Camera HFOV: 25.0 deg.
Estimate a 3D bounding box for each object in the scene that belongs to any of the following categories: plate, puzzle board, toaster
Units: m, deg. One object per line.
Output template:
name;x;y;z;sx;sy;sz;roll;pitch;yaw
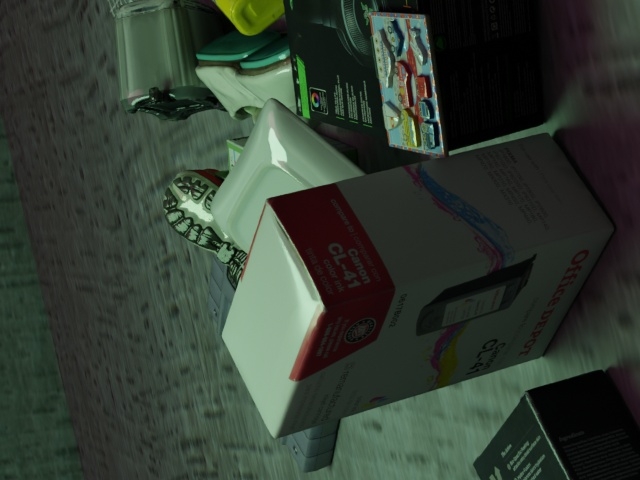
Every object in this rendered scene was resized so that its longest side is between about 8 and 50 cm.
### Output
plate;0.000;0.000;1.655;0.277;0.045;0.278;39;149;2
puzzle board;0.077;-0.141;1.296;0.096;0.011;0.128;18;121;59
toaster;-0.204;-0.249;1.982;0.227;0.129;0.146;0;-99;-70

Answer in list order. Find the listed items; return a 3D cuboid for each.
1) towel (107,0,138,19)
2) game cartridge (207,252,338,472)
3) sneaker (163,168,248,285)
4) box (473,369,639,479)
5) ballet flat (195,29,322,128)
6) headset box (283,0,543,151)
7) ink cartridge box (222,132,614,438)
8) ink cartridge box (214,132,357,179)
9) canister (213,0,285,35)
towel;-0.277;-0.473;2.122;0.235;0.121;0.283;-25;79;67
game cartridge;-0.070;0.124;2.034;0.230;0.068;0.355;94;152;-42
sneaker;-0.074;-0.002;1.890;0.279;0.118;0.107;43;116;4
box;0.236;0.232;1.353;0.158;0.093;0.156;64;153;26
ballet flat;-0.043;-0.194;1.760;0.400;0.139;0.139;-164;64;-68
headset box;0.074;-0.235;1.411;0.283;0.131;0.246;25;126;57
ink cartridge box;0.085;0.041;1.332;0.131;0.306;0.226;62;152;30
ink cartridge box;-0.048;-0.098;1.808;0.209;0.109;0.062;30;127;60
canister;-0.094;-0.340;1.781;0.170;0.126;0.073;51;-179;42
